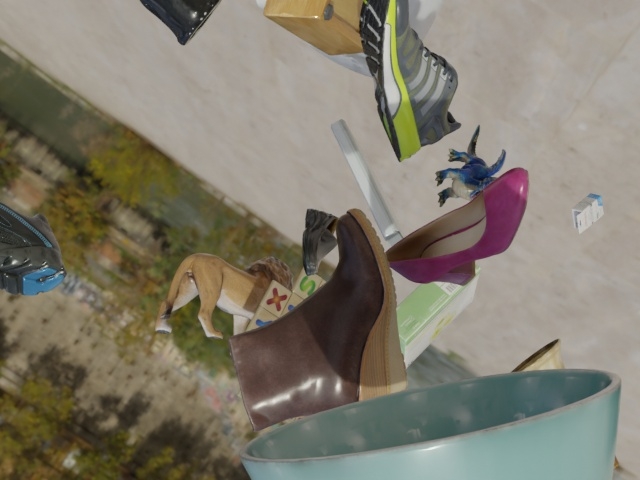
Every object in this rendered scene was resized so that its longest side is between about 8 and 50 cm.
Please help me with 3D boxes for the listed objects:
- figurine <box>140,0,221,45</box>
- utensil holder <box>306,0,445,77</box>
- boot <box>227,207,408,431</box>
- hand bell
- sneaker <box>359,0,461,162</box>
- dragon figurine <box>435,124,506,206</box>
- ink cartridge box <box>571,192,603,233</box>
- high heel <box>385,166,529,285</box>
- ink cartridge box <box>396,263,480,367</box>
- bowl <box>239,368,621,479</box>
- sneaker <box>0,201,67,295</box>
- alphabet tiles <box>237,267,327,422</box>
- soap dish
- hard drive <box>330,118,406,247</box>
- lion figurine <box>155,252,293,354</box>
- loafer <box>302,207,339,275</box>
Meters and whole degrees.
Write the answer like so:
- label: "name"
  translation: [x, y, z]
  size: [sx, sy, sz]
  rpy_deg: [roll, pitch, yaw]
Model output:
- label: "figurine"
  translation: [-0.204, -0.418, 1.251]
  size: [0.209, 0.215, 0.092]
  rpy_deg: [41, 154, -11]
- label: "utensil holder"
  translation: [0.145, -0.614, 2.034]
  size: [0.327, 0.385, 0.328]
  rpy_deg: [22, -150, -13]
- label: "boot"
  translation: [-0.012, 0.097, 1.096]
  size: [0.090, 0.206, 0.249]
  rpy_deg: [161, 98, -80]
- label: "hand bell"
  translation: [0.464, 0.313, 1.642]
  size: [0.242, 0.126, 0.126]
  rpy_deg: [52, 171, 8]
- label: "sneaker"
  translation: [0.137, -0.261, 1.337]
  size: [0.300, 0.121, 0.111]
  rpy_deg: [74, 174, -45]
- label: "dragon figurine"
  translation: [0.306, -0.122, 1.679]
  size: [0.144, 0.289, 0.085]
  rpy_deg: [5, 121, 26]
- label: "ink cartridge box"
  translation: [0.545, -0.055, 1.845]
  size: [0.028, 0.083, 0.048]
  rpy_deg: [22, 138, 47]
- label: "high heel"
  translation: [0.166, -0.020, 1.114]
  size: [0.117, 0.082, 0.244]
  rpy_deg: [11, 151, -11]
- label: "ink cartridge box"
  translation: [0.170, 0.134, 1.430]
  size: [0.056, 0.171, 0.235]
  rpy_deg: [40, 160, 23]
- label: "bowl"
  translation: [0.101, 0.215, 0.731]
  size: [0.311, 0.163, 0.311]
  rpy_deg: [-11, 177, -1]
- label: "sneaker"
  translation: [-0.579, -0.005, 1.443]
  size: [0.340, 0.125, 0.140]
  rpy_deg: [20, -140, -46]
- label: "alphabet tiles"
  translation: [-0.028, 0.226, 1.819]
  size: [0.011, 0.285, 0.342]
  rpy_deg: [16, 164, 46]
- label: "soap dish"
  translation: [0.025, -0.428, 1.436]
  size: [0.118, 0.229, 0.291]
  rpy_deg: [22, -173, 20]
- label: "hard drive"
  translation: [0.122, -0.114, 2.090]
  size: [0.308, 0.040, 0.203]
  rpy_deg: [65, -172, 23]
- label: "lion figurine"
  translation: [-0.192, 0.108, 1.898]
  size: [0.142, 0.240, 0.392]
  rpy_deg: [-5, 159, 30]
- label: "loafer"
  translation: [0.000, 0.000, 1.591]
  size: [0.061, 0.170, 0.062]
  rpy_deg: [3, 130, 3]
